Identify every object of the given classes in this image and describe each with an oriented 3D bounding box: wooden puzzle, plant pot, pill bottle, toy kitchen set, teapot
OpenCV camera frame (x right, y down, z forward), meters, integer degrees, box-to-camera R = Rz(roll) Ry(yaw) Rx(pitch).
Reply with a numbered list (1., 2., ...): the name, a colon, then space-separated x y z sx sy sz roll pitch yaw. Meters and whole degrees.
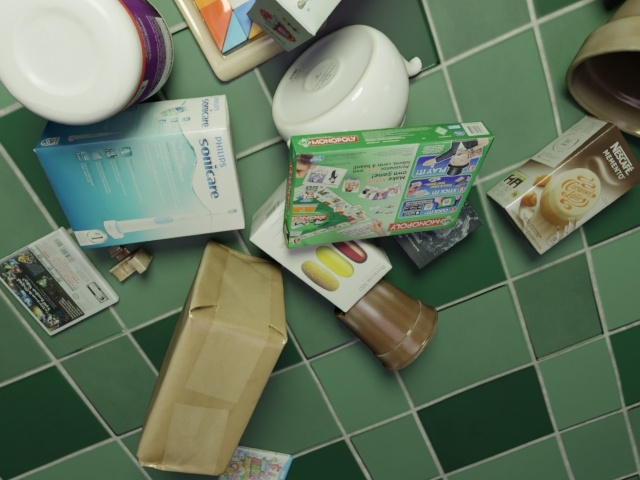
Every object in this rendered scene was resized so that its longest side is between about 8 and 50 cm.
1. wooden puzzle: -0.134 -0.425 0.861 0.221 0.044 0.238 -27 112 6
2. plant pot: 0.130 0.157 1.070 0.165 0.167 0.167 40 104 -11
3. pill bottle: -0.324 -0.284 0.752 0.182 0.323 0.181 -2 113 -4
4. plant pot: 0.632 -0.344 0.843 0.323 0.323 0.280 28 91 -15
5. toy kitchen set: -0.395 0.042 1.016 0.083 0.075 0.068 -36 110 5
6. teapot: 0.053 -0.219 0.875 0.256 0.252 0.187 -26 137 25

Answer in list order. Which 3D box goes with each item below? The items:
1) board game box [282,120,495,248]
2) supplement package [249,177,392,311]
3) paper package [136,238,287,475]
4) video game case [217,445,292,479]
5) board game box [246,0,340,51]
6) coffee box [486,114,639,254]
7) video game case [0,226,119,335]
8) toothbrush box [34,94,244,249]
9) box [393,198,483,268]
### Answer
1. board game box: 0.102 -0.088 0.839 0.318 0.046 0.213 -7 142 -15
2. supplement package: 0.000 0.000 1.000 0.244 0.134 0.139 38 105 -18
3. paper package: -0.203 0.211 0.976 0.168 0.309 0.324 19 110 -15
4. video game case: -0.167 0.578 1.291 0.167 0.015 0.119 15 110 -11
5. board game box: 0.027 -0.438 0.745 0.098 0.224 0.303 38 94 -20
6. coffee box: 0.484 -0.111 1.014 0.246 0.098 0.141 -40 110 12
7. video game case: -0.546 0.088 1.052 0.173 0.022 0.190 -27 113 6
8. toothbrush box: -0.293 -0.117 0.889 0.296 0.126 0.216 -8 133 -4
9. box: 0.208 -0.057 1.017 0.158 0.093 0.156 -38 110 9
